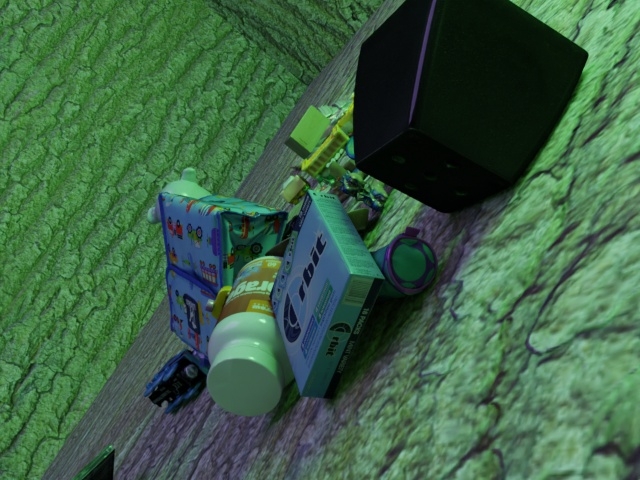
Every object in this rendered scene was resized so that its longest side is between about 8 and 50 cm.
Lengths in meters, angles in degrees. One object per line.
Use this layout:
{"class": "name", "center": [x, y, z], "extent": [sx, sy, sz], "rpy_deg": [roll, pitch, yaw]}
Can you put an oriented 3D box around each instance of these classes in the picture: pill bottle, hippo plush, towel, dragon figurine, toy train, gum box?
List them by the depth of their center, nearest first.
{"class": "gum box", "center": [-0.001, 0.054, 0.761], "extent": [0.184, 0.041, 0.157], "rpy_deg": [-114, 40, -56]}
{"class": "pill bottle", "center": [-0.077, 0.122, 0.897], "extent": [0.121, 0.121, 0.216], "rpy_deg": [-47, 14, 26]}
{"class": "toy train", "center": [-0.103, 0.109, 1.057], "extent": [0.166, 0.125, 0.046], "rpy_deg": [-42, 11, 12]}
{"class": "dragon figurine", "center": [0.096, -0.150, 1.093], "extent": [0.144, 0.085, 0.289], "rpy_deg": [-47, 15, 24]}
{"class": "toy train", "center": [-0.273, 0.264, 1.328], "extent": [0.184, 0.080, 0.105], "rpy_deg": [-41, 12, 45]}
{"class": "hippo plush", "center": [-0.263, -0.004, 1.460], "extent": [0.234, 0.236, 0.294], "rpy_deg": [-54, -14, 1]}
{"class": "towel", "center": [-0.054, -0.045, 1.491], "extent": [0.110, 0.027, 0.148], "rpy_deg": [-39, 19, 51]}

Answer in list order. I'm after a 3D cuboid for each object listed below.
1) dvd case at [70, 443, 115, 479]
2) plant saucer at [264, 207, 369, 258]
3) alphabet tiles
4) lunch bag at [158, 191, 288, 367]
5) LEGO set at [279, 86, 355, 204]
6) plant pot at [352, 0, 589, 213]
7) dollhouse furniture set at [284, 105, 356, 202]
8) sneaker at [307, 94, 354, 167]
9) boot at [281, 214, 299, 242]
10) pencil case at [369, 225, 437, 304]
{"class": "dvd case", "center": [-0.435, 0.470, 1.217], "extent": [0.164, 0.018, 0.221], "rpy_deg": [-43, -18, -40]}
{"class": "plant saucer", "center": [0.000, 0.000, 1.009], "extent": [0.168, 0.029, 0.168], "rpy_deg": [-24, -5, -2]}
{"class": "alphabet tiles", "center": [0.009, -0.325, 2.044], "extent": [0.278, 0.021, 0.284], "rpy_deg": [-53, 12, -2]}
{"class": "lunch bag", "center": [-0.182, 0.075, 1.186], "extent": [0.221, 0.138, 0.293], "rpy_deg": [16, 104, 50]}
{"class": "LEGO set", "center": [0.056, -0.162, 1.210], "extent": [0.287, 0.107, 0.132], "rpy_deg": [-56, 16, -18]}
{"class": "plant pot", "center": [0.137, -0.138, 0.732], "extent": [0.188, 0.187, 0.167], "rpy_deg": [-25, 42, 64]}
{"class": "dollhouse furniture set", "center": [-0.015, -0.145, 1.339], "extent": [0.123, 0.151, 0.144], "rpy_deg": [-41, 15, 44]}
{"class": "sneaker", "center": [0.036, -0.286, 1.623], "extent": [0.252, 0.111, 0.103], "rpy_deg": [-55, 13, -9]}
{"class": "boot", "center": [-0.118, 0.064, 1.262], "extent": [0.246, 0.094, 0.207], "rpy_deg": [-51, 8, -16]}
{"class": "pencil case", "center": [0.065, 0.034, 0.751], "extent": [0.151, 0.064, 0.070], "rpy_deg": [156, 124, -65]}
